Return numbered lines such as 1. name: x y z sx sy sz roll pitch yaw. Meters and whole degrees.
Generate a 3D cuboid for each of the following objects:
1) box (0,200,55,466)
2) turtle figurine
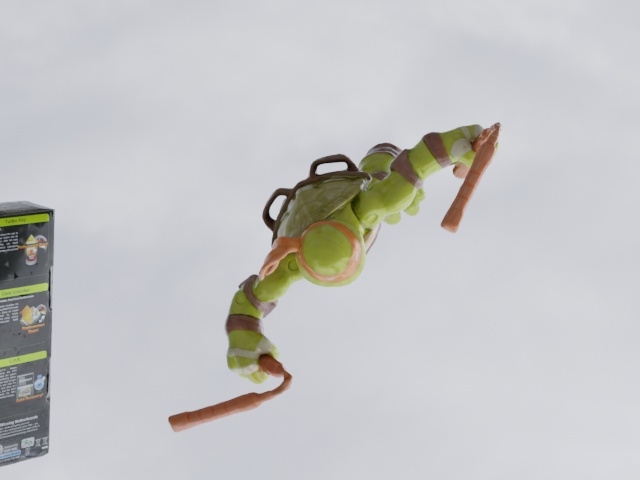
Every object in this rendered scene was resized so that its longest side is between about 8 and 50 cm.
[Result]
1. box: -0.267 0.072 1.003 0.191 0.184 0.045 -9 -164 -44
2. turtle figurine: 0.000 0.000 0.959 0.269 0.087 0.217 -45 -176 9
